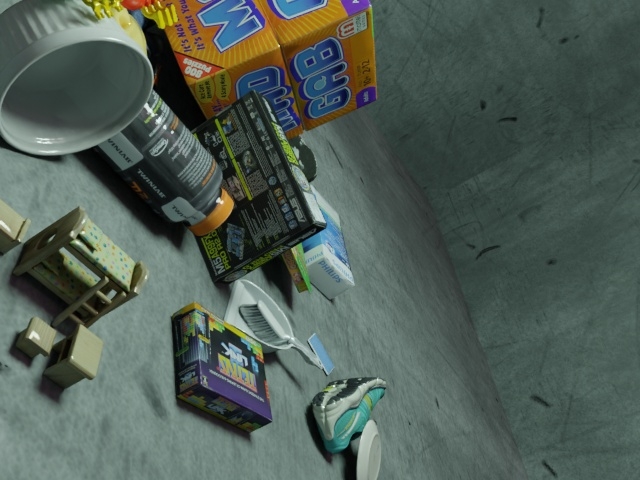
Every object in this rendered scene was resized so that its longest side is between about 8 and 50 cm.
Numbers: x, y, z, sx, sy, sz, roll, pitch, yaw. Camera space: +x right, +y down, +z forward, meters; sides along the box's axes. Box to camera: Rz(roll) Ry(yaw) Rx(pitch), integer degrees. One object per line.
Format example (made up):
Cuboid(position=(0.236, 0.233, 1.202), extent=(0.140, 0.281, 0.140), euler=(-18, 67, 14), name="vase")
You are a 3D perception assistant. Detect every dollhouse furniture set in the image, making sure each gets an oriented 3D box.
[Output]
Cuboid(position=(-0.293, 0.039, 0.758), extent=(0.182, 0.101, 0.161), euler=(49, 21, -33), name="dollhouse furniture set")

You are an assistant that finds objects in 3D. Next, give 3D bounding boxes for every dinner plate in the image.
Cuboid(position=(0.094, 0.408, 1.298), extent=(0.141, 0.017, 0.141), euler=(2, 90, -71), name="dinner plate")

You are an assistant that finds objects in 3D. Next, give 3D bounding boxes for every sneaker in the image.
Cuboid(position=(-0.053, -0.244, 1.949), extent=(0.077, 0.071, 0.178), euler=(33, 36, -76), name="sneaker")
Cuboid(position=(0.056, 0.328, 1.340), extent=(0.275, 0.106, 0.110), euler=(-7, 88, -66), name="sneaker")

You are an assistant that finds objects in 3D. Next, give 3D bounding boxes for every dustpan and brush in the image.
Cuboid(position=(-0.076, 0.166, 1.237), extent=(0.211, 0.060, 0.147), euler=(53, 19, -22), name="dustpan and brush")

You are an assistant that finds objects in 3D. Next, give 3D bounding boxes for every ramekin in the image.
Cuboid(position=(-0.334, -0.218, 0.897), extent=(0.109, 0.207, 0.207), euler=(55, 15, 19), name="ramekin")

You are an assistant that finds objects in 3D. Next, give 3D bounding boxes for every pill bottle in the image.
Cuboid(position=(-0.244, -0.118, 1.098), extent=(0.246, 0.130, 0.130), euler=(50, 20, -30), name="pill bottle")

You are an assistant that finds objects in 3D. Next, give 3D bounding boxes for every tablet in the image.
Cuboid(position=(0.001, 0.235, 1.437), extent=(0.083, 0.006, 0.054), euler=(60, 17, 0), name="tablet")

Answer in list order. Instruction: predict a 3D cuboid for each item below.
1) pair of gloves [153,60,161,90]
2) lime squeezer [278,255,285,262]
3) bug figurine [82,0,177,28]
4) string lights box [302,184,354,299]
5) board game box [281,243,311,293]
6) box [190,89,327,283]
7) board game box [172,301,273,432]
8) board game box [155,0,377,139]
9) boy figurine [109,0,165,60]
Cuboid(position=(-0.308, -0.286, 1.274), extent=(0.010, 0.083, 0.074), euler=(18, 56, -12), name="pair of gloves")
Cuboid(position=(-0.145, -0.051, 1.397), extent=(0.310, 0.058, 0.110), euler=(51, 20, -26), name="lime squeezer")
Cuboid(position=(-0.267, -0.397, 0.857), extent=(0.216, 0.072, 0.279), euler=(-52, 140, -55), name="bug figurine")
Cuboid(position=(0.000, 0.000, 1.688), extent=(0.133, 0.076, 0.260), euler=(46, 22, -38), name="string lights box")
Cuboid(position=(-0.064, 0.002, 1.478), extent=(0.259, 0.039, 0.124), euler=(-110, 178, -59), name="board game box")
Cuboid(position=(-0.138, -0.092, 1.213), extent=(0.270, 0.216, 0.060), euler=(65, 19, 16), name="box")
Cuboid(position=(-0.145, 0.189, 1.030), extent=(0.170, 0.048, 0.141), euler=(42, 24, -45), name="board game box")
Cuboid(position=(-0.120, -0.443, 1.425), extent=(0.356, 0.356, 0.356), euler=(69, -3, -73), name="board game box")
Cuboid(position=(-0.345, -0.323, 1.203), extent=(0.285, 0.092, 0.177), euler=(-81, 165, -58), name="boy figurine")
